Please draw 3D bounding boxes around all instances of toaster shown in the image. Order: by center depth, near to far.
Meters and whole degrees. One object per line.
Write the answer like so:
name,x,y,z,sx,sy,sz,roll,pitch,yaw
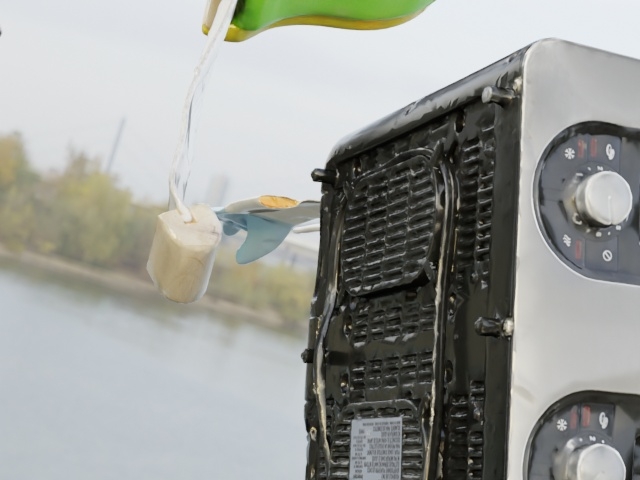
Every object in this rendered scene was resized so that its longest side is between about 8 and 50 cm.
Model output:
toaster,0.063,0.041,0.510,0.110,0.168,0.186,8,-11,-21

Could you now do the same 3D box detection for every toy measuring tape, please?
toy measuring tape,0.009,-0.106,0.675,0.121,0.330,0.121,5,-38,4

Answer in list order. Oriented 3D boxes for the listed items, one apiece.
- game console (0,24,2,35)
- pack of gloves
game console,-0.192,-0.118,0.543,0.124,0.085,0.144,-12,-14,1
pack of gloves,0.000,0.000,1.337,0.195,0.046,0.232,6,-5,-21
